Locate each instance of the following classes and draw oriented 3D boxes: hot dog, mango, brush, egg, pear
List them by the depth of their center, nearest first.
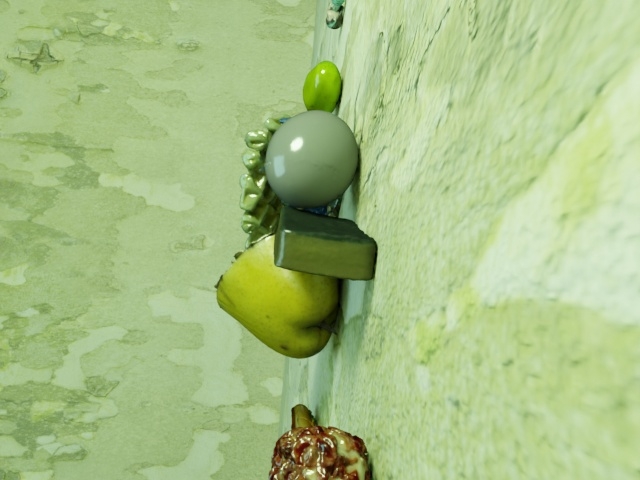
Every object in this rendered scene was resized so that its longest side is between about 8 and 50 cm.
[{"bbox_3d":[0.000,0.000,0.629,0.197,0.123,0.059,-115,35,-77],"label":"brush"},{"bbox_3d":[-0.011,-0.133,0.740,0.198,0.147,0.146,-61,-16,-53],"label":"egg"},{"bbox_3d":[-0.048,0.119,0.804,0.266,0.267,0.178,103,146,-52],"label":"pear"},{"bbox_3d":[-0.032,0.384,0.911,0.188,0.055,0.072,-135,48,-82],"label":"hot dog"},{"bbox_3d":[0.003,-0.362,1.109,0.163,0.089,0.117,-142,57,-82],"label":"mango"}]

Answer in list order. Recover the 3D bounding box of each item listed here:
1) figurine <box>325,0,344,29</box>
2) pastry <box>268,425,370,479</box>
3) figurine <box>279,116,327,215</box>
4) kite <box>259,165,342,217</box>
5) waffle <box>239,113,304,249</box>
[{"bbox_3d":[0.040,-0.605,1.189,0.105,0.047,0.059,104,161,-44],"label":"figurine"},{"bbox_3d":[-0.001,0.261,0.506,0.208,0.115,0.097,101,-176,-59],"label":"pastry"},{"bbox_3d":[-0.012,-0.133,0.934,0.164,0.121,0.262,-44,-44,-39],"label":"figurine"},{"bbox_3d":[-0.011,-0.118,0.864,0.160,0.183,0.010,-38,13,13],"label":"kite"},{"bbox_3d":[-0.068,-0.123,1.017,0.292,0.056,0.308,-22,-59,-49],"label":"waffle"}]
